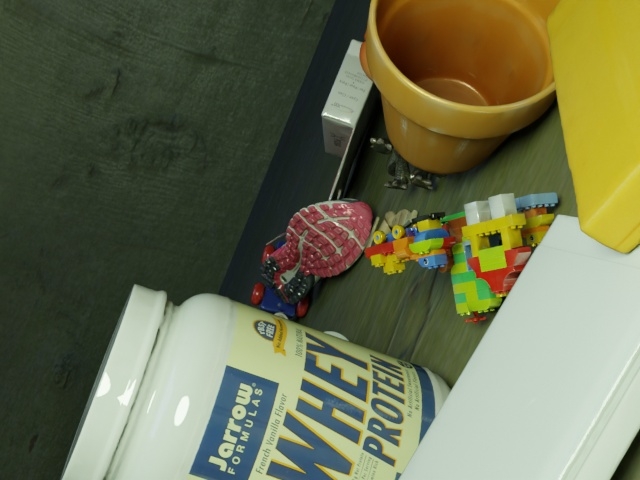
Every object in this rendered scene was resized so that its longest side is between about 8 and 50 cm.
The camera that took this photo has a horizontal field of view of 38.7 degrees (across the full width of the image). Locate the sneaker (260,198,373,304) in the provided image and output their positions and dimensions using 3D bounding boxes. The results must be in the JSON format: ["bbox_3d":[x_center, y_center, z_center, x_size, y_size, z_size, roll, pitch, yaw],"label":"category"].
[{"bbox_3d":[0.000,0.000,1.509,0.112,0.121,0.299,-40,1,-34],"label":"sneaker"}]

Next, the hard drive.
[{"bbox_3d":[0.141,0.128,0.636,0.307,0.040,0.203,-59,12,-1],"label":"hard drive"}]

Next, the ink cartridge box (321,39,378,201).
[{"bbox_3d":[0.036,-0.178,1.584,0.296,0.066,0.261,75,-145,-83],"label":"ink cartridge box"}]

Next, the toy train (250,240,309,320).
[{"bbox_3d":[-0.083,0.139,1.696,0.143,0.105,0.248,109,175,-55],"label":"toy train"}]

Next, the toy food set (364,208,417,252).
[{"bbox_3d":[0.101,-0.004,1.266,0.078,0.019,0.122,-70,19,-5],"label":"toy food set"}]

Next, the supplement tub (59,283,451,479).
[{"bbox_3d":[-0.058,0.188,0.865,0.235,0.325,0.235,-159,90,-79],"label":"supplement tub"}]

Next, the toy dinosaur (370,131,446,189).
[{"bbox_3d":[0.136,-0.153,1.175,0.160,0.121,0.313,-66,-19,-14],"label":"toy dinosaur"}]

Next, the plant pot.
[{"bbox_3d":[0.144,-0.170,0.956,0.188,0.205,0.205,97,-172,-64],"label":"plant pot"}]

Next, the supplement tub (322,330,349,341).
[{"bbox_3d":[-0.001,0.177,1.281,0.107,0.071,0.071,126,161,-57],"label":"supplement tub"}]

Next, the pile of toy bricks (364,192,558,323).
[{"bbox_3d":[0.142,0.025,0.854,0.212,0.118,0.105,-17,80,56],"label":"pile of toy bricks"}]

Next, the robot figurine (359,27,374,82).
[{"bbox_3d":[0.137,-0.319,1.387,0.158,0.128,0.219,14,82,65],"label":"robot figurine"}]

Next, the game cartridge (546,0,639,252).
[{"bbox_3d":[0.267,-0.185,0.628,0.285,0.053,0.323,-55,15,37],"label":"game cartridge"}]
